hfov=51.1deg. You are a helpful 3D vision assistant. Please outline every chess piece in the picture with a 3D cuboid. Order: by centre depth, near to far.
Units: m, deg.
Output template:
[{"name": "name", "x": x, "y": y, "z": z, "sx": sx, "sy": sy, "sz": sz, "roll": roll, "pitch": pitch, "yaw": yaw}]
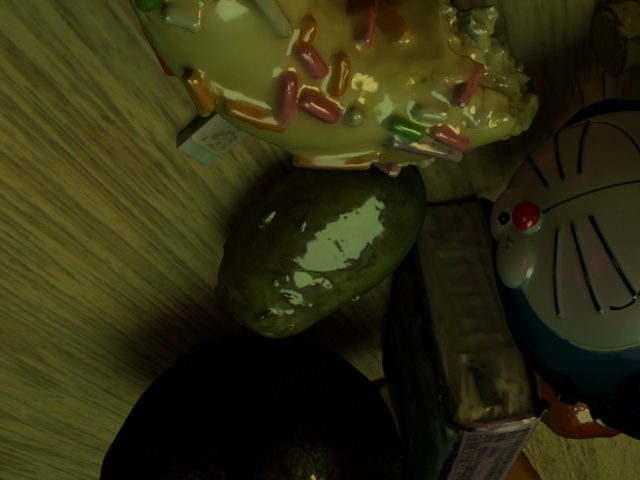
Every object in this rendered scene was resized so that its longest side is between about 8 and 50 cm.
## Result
[{"name": "chess piece", "x": 0.309, "y": -0.177, "z": 0.526, "sx": 0.171, "sy": 0.060, "sz": 0.060, "roll": -14, "pitch": 144, "yaw": 4}]

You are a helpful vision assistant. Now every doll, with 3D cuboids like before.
[{"name": "doll", "x": 0.270, "y": -0.005, "z": 0.505, "sx": 0.240, "sy": 0.284, "sz": 0.310, "roll": 23, "pitch": 136, "yaw": -36}]

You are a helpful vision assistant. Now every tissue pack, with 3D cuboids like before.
[{"name": "tissue pack", "x": 0.147, "y": 0.159, "z": 0.772, "sx": 0.122, "sy": 0.259, "sz": 0.361, "roll": -4, "pitch": 145, "yaw": -2}]

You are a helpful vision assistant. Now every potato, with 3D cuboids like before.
[{"name": "potato", "x": 0.000, "y": 0.000, "z": 0.646, "sx": 0.149, "sy": 0.113, "sz": 0.251, "roll": 31, "pitch": 116, "yaw": -26}]

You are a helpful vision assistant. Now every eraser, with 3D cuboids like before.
[{"name": "eraser", "x": -0.083, "y": -0.097, "z": 0.569, "sx": 0.083, "sy": 0.019, "sz": 0.038, "roll": -34, "pitch": 139, "yaw": 29}]

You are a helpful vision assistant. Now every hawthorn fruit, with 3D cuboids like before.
[{"name": "hawthorn fruit", "x": 0.357, "y": 0.150, "z": 0.903, "sx": 0.196, "sy": 0.196, "sz": 0.226, "roll": 8, "pitch": 116, "yaw": -23}]

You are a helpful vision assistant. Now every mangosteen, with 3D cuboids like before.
[{"name": "mangosteen", "x": -0.058, "y": 0.327, "z": 0.802, "sx": 0.382, "sy": 0.435, "sz": 0.382, "roll": -24, "pitch": 159, "yaw": -10}]

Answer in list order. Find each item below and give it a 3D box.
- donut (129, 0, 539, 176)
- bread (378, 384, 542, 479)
[{"name": "donut", "x": 0.028, "y": -0.186, "z": 0.365, "sx": 0.307, "sy": 0.150, "sz": 0.371, "roll": -1, "pitch": 144, "yaw": -11}, {"name": "bread", "x": 0.241, "y": 0.425, "z": 1.071, "sx": 0.250, "sy": 0.394, "sz": 0.361, "roll": -29, "pitch": 140, "yaw": -1}]
